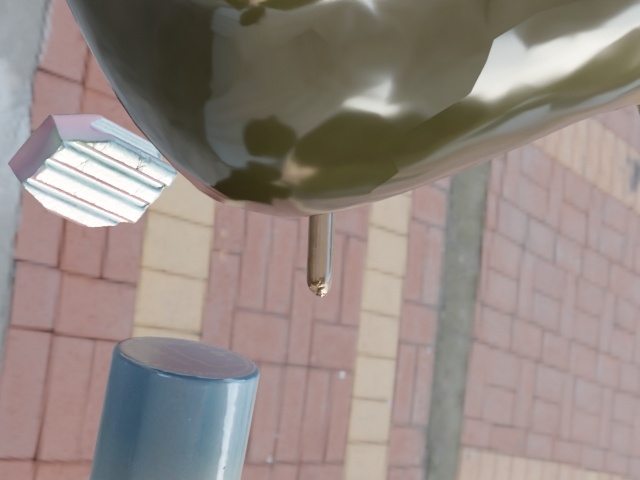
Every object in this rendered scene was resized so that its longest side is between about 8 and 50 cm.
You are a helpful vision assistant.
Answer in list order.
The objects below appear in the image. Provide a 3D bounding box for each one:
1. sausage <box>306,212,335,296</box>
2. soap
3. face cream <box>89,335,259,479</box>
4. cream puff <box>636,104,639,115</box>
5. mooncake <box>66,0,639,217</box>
[{"bbox_3d":[0.000,0.000,1.086,0.026,0.026,0.116,54,28,-42],"label":"sausage"},{"bbox_3d":[-0.226,-0.069,1.206,0.100,0.056,0.149,-48,142,12],"label":"soap"},{"bbox_3d":[-0.089,0.178,0.628,0.077,0.077,0.250,-2,106,-56],"label":"face cream"},{"bbox_3d":[0.360,-0.209,0.890,0.257,0.291,0.324,4,46,-24],"label":"cream puff"},{"bbox_3d":[-0.030,-0.233,0.462,0.262,0.467,0.467,-27,121,-7],"label":"mooncake"}]
